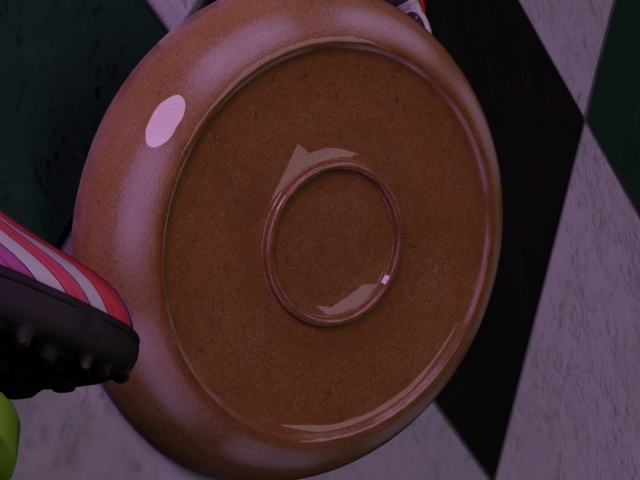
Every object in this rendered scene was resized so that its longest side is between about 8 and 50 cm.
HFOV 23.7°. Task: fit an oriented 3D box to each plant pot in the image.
[{"bbox_3d":[0.000,0.000,0.698,0.236,0.032,0.236,-7,102,-35],"label":"plant pot"}]

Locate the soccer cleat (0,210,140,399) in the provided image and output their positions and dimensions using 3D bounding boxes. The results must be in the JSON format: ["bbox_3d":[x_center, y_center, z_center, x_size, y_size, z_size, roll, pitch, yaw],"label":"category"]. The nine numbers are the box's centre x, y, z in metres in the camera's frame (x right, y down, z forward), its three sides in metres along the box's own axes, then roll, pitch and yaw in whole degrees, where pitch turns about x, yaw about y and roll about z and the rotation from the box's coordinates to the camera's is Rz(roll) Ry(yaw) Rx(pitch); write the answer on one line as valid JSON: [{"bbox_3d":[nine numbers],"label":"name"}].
[{"bbox_3d":[-0.173,-0.029,0.483,0.318,0.109,0.116,27,55,-47],"label":"soccer cleat"}]

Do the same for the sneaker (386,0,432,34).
[{"bbox_3d":[0.022,-0.123,0.821,0.118,0.107,0.279,26,61,-67],"label":"sneaker"}]

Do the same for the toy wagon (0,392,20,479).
[{"bbox_3d":[-0.119,0.166,0.430,0.344,0.068,0.267,65,15,-44],"label":"toy wagon"}]
